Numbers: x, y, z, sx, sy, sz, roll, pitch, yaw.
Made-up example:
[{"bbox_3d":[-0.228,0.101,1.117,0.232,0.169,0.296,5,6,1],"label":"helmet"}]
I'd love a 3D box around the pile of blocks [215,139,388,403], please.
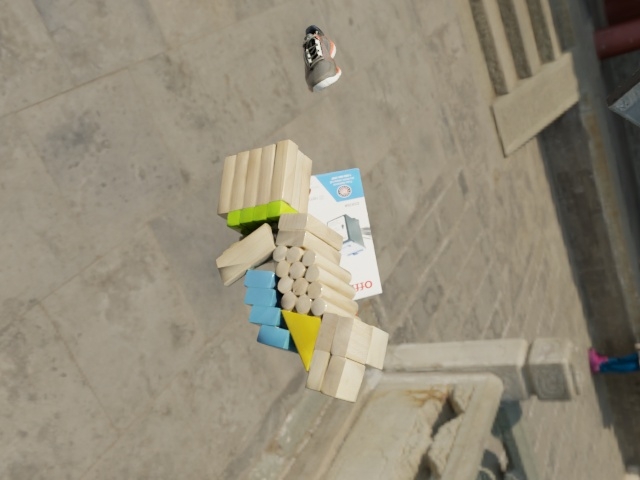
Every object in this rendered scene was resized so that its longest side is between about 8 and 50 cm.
[{"bbox_3d":[-0.028,0.043,0.794,0.112,0.149,0.362,33,31,-51],"label":"pile of blocks"}]

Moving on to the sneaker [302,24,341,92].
[{"bbox_3d":[-0.010,-0.293,1.039,0.065,0.061,0.158,52,20,-36],"label":"sneaker"}]

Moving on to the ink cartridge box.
[{"bbox_3d":[0.000,0.000,0.962,0.139,0.082,0.191,-13,93,-20],"label":"ink cartridge box"}]

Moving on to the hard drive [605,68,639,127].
[{"bbox_3d":[0.460,-0.184,0.856,0.135,0.094,0.022,21,44,-24],"label":"hard drive"}]
